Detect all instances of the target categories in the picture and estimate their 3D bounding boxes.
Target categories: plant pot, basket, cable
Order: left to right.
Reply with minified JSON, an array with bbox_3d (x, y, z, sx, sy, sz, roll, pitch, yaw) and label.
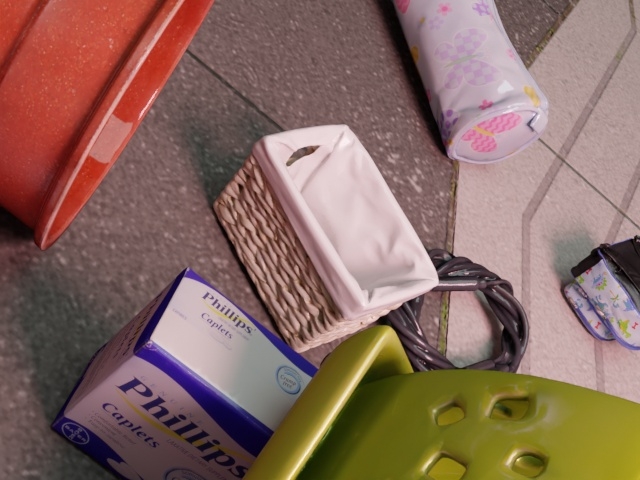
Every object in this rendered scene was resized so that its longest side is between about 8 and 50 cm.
[{"bbox_3d":[-0.229,-0.176,0.710,0.265,0.272,0.272,32,41,-8],"label":"plant pot"},{"bbox_3d":[0.000,0.000,0.886,0.113,0.103,0.167,-14,69,-48],"label":"basket"},{"bbox_3d":[0.065,0.196,0.590,0.227,0.207,0.228,-54,146,-22],"label":"plant pot"},{"bbox_3d":[0.129,0.076,0.999,0.184,0.047,0.150,-24,72,-47],"label":"cable"}]

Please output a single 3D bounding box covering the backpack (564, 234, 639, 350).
[{"bbox_3d":[0.336,0.066,1.161,0.105,0.084,0.114,-10,62,-46],"label":"backpack"}]

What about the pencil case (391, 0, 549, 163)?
[{"bbox_3d":[0.166,-0.221,1.206,0.113,0.124,0.273,62,11,-63],"label":"pencil case"}]

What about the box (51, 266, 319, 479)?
[{"bbox_3d":[-0.085,0.108,0.691,0.126,0.137,0.072,39,41,-12],"label":"box"}]
